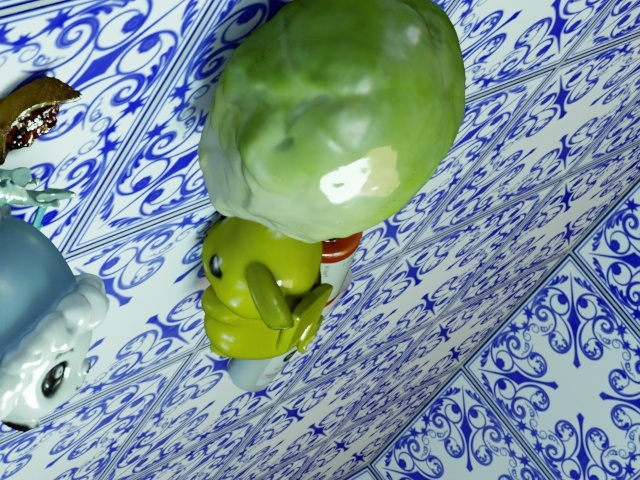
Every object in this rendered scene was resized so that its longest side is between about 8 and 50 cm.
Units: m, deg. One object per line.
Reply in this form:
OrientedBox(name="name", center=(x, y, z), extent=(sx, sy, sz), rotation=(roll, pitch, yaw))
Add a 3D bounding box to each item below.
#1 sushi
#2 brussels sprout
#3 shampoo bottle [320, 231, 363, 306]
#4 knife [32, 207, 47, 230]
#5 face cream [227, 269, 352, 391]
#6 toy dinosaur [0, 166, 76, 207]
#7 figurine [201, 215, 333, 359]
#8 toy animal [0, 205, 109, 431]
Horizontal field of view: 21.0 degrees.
OrientedBox(name="sushi", center=(-0.264, -0.109, 1.551), extent=(0.099, 0.047, 0.050), rotation=(-39, 166, 18))
OrientedBox(name="brussels sprout", center=(0.008, -0.133, 1.783), extent=(0.317, 0.242, 0.273), rotation=(-35, -163, 4))
OrientedBox(name="shampoo bottle", center=(0.000, 0.000, 2.384), extent=(0.104, 0.104, 0.278), rotation=(-32, 164, -21))
OrientedBox(name="knife", center=(-0.301, -0.014, 1.828), extent=(0.014, 0.005, 0.091), rotation=(-25, 161, -36))
OrientedBox(name="face cream", center=(-0.052, 0.134, 2.730), extent=(0.107, 0.073, 0.269), rotation=(-32, 165, -51))
OrientedBox(name="toy dinosaur", center=(-0.315, -0.047, 1.584), extent=(0.187, 0.044, 0.106), rotation=(-4, -172, -14))
OrientedBox(name="figurine", center=(-0.069, 0.054, 2.222), extent=(0.326, 0.169, 0.218), rotation=(90, 12, -65))
OrientedBox(name="toy animal", center=(-0.298, 0.064, 1.648), extent=(0.156, 0.204, 0.208), rotation=(-50, -177, 24))
